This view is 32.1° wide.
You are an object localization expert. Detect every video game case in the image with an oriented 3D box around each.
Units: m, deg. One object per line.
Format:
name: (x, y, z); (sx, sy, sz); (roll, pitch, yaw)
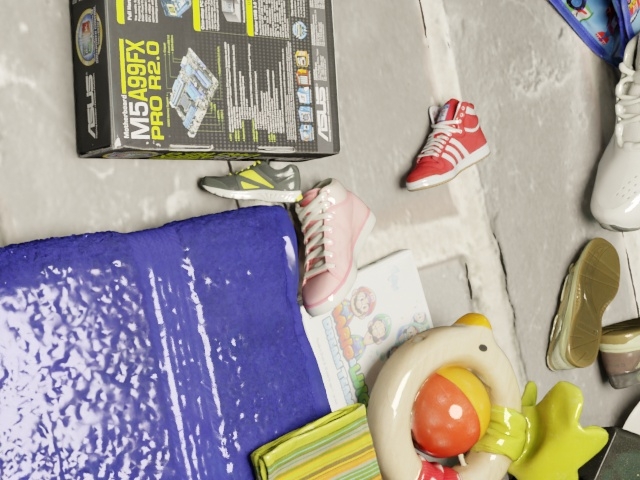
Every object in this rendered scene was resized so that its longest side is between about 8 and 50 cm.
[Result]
video game case: (0.050, 0.103, 1.004); (0.143, 0.019, 0.157); (-23, 101, -37)

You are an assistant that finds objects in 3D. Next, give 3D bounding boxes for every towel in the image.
towel: (0.022, 0.252, 0.872); (0.102, 0.021, 0.237); (-22, 104, -28)
towel: (-0.138, 0.103, 0.831); (0.308, 0.076, 0.227); (-10, 87, -38)

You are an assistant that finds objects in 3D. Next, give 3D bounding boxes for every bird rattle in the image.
bird rattle: (0.110, 0.181, 0.991); (0.254, 0.143, 0.206); (-28, 104, -21)

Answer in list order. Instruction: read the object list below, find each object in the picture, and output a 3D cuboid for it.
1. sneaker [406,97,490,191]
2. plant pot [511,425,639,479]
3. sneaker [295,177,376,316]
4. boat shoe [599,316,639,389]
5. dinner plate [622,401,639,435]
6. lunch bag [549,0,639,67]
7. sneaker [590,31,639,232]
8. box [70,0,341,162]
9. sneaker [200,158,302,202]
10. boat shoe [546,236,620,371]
sneaker: (0.113, -0.093, 1.051); (0.118, 0.042, 0.067); (-33, 111, -42)
plant pot: (0.276, 0.282, 1.077); (0.167, 0.187, 0.188); (40, 64, -15)
sneaker: (0.000, 0.000, 0.942); (0.070, 0.051, 0.134); (48, 41, -23)
boat shoe: (0.394, 0.119, 1.237); (0.224, 0.080, 0.073); (-5, 96, -33)
dinner plate: (0.382, 0.207, 1.216); (0.141, 0.017, 0.141); (-14, 121, -25)
lunch bag: (0.313, -0.343, 1.189); (0.293, 0.138, 0.220); (43, 64, -43)
sneaker: (0.350, -0.149, 1.173); (0.129, 0.111, 0.297); (36, 74, -42)
box: (-0.090, -0.200, 0.890); (0.216, 0.060, 0.269); (-3, 89, -37)
sneaker: (-0.055, -0.050, 0.906); (0.083, 0.031, 0.035); (5, 91, 0)
boat shoe: (0.274, 0.066, 1.170); (0.056, 0.048, 0.153); (28, 63, -20)
